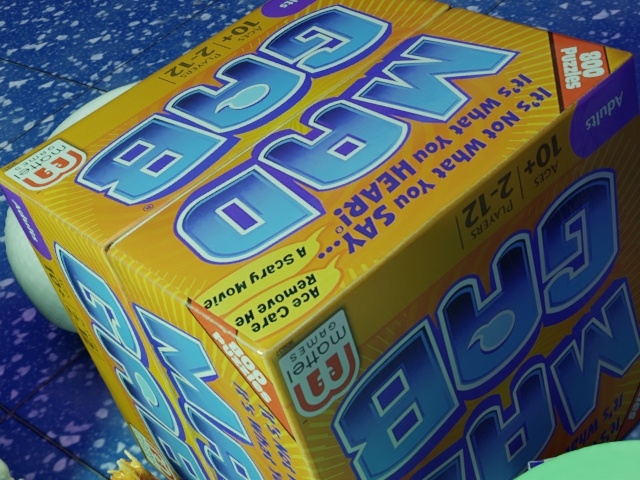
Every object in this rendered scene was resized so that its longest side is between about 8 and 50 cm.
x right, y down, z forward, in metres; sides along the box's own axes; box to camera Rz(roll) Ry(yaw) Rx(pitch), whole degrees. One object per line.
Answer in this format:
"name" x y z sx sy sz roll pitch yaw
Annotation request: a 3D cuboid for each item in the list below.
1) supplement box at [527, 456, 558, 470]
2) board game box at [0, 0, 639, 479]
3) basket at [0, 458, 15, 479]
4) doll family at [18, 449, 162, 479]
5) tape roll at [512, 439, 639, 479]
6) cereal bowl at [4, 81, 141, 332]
"supplement box" 0.276 0.214 0.799 0.220 0.111 0.114 -14 38 7
"board game box" 0.024 0.041 0.920 0.356 0.356 0.356 -38 41 -24
"basket" -0.481 0.215 0.937 0.266 0.328 0.331 19 50 36
"doll family" -0.193 0.248 0.883 0.163 0.118 0.263 1 14 11
"tape roll" 0.179 0.276 0.619 0.321 0.077 0.321 -27 44 30
"cereal bowl" -0.198 -0.066 1.178 0.339 0.141 0.339 -20 36 15
